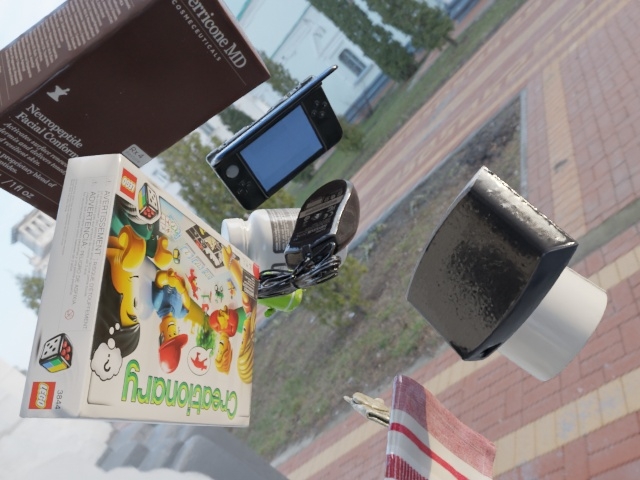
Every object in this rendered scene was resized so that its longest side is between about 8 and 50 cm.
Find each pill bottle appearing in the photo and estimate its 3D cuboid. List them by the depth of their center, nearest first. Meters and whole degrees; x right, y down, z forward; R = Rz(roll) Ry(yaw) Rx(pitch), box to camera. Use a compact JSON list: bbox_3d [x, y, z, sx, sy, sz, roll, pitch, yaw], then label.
[{"bbox_3d":[-0.101,0.001,1.512,0.176,0.319,0.176,177,90,-70],"label":"pill bottle"}]

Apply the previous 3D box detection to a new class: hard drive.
[{"bbox_3d":[0.210,0.046,0.756,0.054,0.172,0.254,-22,-33,-34],"label":"hard drive"}]

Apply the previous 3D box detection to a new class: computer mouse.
[{"bbox_3d":[0.000,0.000,0.964,0.188,0.072,0.272,-18,33,36],"label":"computer mouse"}]

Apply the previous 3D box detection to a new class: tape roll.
[{"bbox_3d":[0.492,0.169,1.253,0.246,0.169,0.246,-52,-12,-16],"label":"tape roll"}]

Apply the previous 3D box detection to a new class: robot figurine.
[{"bbox_3d":[-0.087,0.102,1.098,0.101,0.115,0.067,-64,26,12],"label":"robot figurine"}]

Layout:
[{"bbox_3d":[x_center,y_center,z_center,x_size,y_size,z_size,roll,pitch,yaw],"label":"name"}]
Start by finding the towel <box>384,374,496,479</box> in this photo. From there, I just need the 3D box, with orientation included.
[{"bbox_3d":[0.172,0.380,0.768,0.037,0.237,0.329,-33,28,35],"label":"towel"}]

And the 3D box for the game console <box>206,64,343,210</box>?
[{"bbox_3d":[-0.068,-0.194,1.130,0.293,0.250,0.173,-39,44,-7],"label":"game console"}]

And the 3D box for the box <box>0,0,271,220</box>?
[{"bbox_3d":[-0.282,-0.206,0.746,0.381,0.143,0.191,-35,-34,6],"label":"box"}]

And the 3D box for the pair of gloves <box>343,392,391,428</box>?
[{"bbox_3d":[0.174,0.389,1.171,0.042,0.240,0.204,-67,10,-4],"label":"pair of gloves"}]

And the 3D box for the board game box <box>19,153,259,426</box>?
[{"bbox_3d":[-0.138,0.074,0.528,0.305,0.053,0.193,52,-143,-66],"label":"board game box"}]
